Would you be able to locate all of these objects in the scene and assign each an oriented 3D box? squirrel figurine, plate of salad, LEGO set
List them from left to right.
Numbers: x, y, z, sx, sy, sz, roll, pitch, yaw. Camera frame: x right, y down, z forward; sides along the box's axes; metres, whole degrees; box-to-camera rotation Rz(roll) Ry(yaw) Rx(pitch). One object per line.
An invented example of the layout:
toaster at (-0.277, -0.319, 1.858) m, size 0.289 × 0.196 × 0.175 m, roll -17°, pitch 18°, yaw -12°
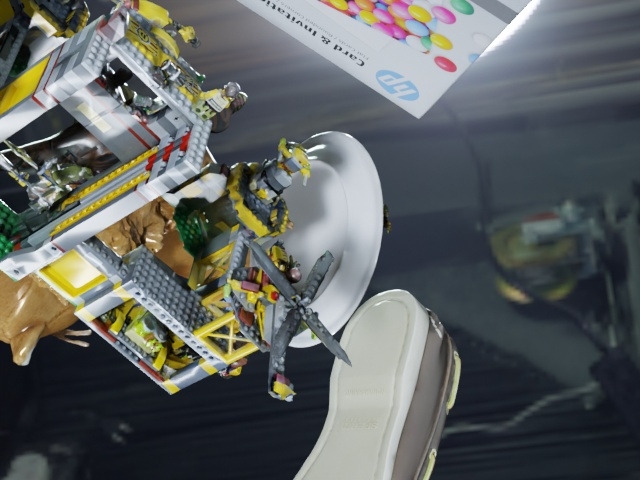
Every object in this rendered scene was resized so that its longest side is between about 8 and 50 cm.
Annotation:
squirrel figurine at (-0.307, -0.004, 1.793) m, size 0.281 × 0.370 × 0.397 m, roll 61°, pitch 171°, yaw 8°
LEGO set at (-0.094, -0.063, 0.876) m, size 0.331 × 0.192 × 0.255 m, roll 50°, pitch -148°, yaw -22°
plate of salad at (0.000, 0.000, 1.211) m, size 0.048 × 0.200 × 0.200 m, roll 14°, pitch -118°, yaw -36°

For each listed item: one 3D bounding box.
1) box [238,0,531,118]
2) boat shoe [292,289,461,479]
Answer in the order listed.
box at (0.022, -0.137, 0.609) m, size 0.038 × 0.145 × 0.186 m, roll -59°, pitch 5°, yaw -18°
boat shoe at (0.042, 0.206, 1.155) m, size 0.097 × 0.117 × 0.324 m, roll 39°, pitch -121°, yaw -38°
